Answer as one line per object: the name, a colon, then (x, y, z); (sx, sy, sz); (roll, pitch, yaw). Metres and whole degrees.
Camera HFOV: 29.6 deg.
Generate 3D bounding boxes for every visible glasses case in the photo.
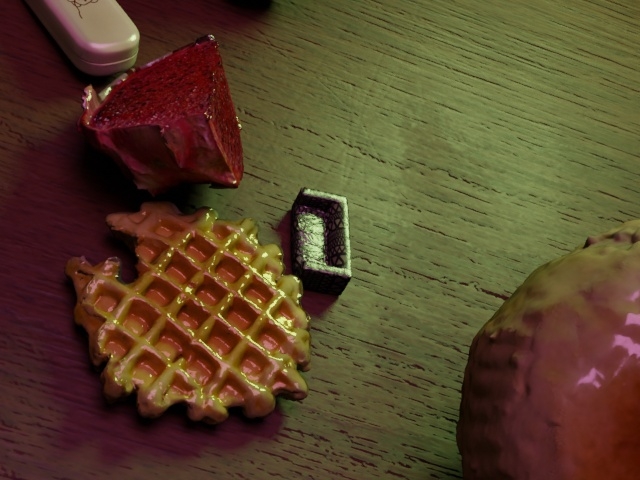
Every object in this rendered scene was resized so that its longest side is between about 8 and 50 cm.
glasses case: (-0.286, -0.271, 1.419); (0.083, 0.050, 0.196); (-23, 61, -32)

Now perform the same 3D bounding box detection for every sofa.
sofa: (0.000, 0.000, 1.342); (0.060, 0.039, 0.118); (11, 50, -15)

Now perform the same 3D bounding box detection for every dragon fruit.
dragon fruit: (-0.172, -0.118, 1.318); (0.161, 0.126, 0.274); (-12, 28, 2)

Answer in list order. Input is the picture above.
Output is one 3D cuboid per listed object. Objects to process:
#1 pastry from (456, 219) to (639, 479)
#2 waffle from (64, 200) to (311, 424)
pastry: (0.311, 0.177, 1.145); (0.388, 0.312, 0.389); (1, 82, -6)
waffle: (-0.125, 0.066, 1.225); (0.250, 0.056, 0.261); (-2, 52, -26)
